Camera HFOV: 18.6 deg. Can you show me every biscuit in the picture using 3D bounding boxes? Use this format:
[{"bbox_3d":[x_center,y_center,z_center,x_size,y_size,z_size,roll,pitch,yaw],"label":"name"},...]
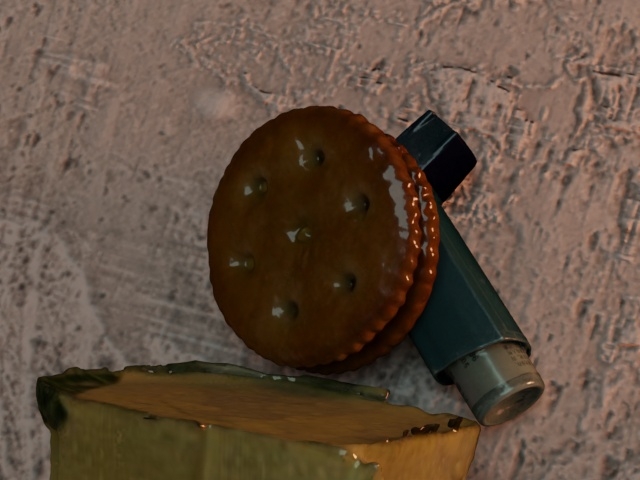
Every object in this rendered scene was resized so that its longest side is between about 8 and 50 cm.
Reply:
[{"bbox_3d":[0.000,0.000,1.597,0.220,0.066,0.220,-5,81,37],"label":"biscuit"}]

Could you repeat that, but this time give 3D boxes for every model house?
[{"bbox_3d":[-0.052,0.242,1.483,0.321,0.261,0.266,7,92,32],"label":"model house"}]

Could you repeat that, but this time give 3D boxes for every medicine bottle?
[{"bbox_3d":[0.109,0.023,1.607,0.124,0.079,0.258,-29,65,4],"label":"medicine bottle"}]
